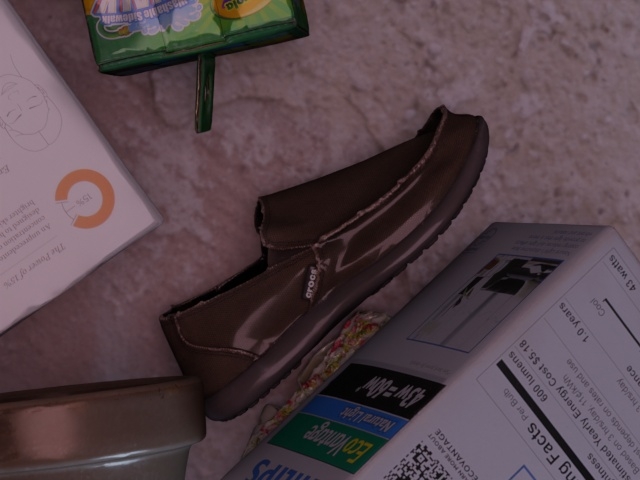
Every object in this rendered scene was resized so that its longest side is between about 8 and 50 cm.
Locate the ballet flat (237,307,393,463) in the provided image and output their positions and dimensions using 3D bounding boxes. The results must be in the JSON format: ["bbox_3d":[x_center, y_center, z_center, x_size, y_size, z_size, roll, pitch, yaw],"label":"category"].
[{"bbox_3d":[-0.006,0.158,1.784,0.241,0.077,0.091,-45,138,-7],"label":"ballet flat"}]

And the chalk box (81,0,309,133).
[{"bbox_3d":[-0.113,-0.239,1.691,0.179,0.180,0.289,-13,94,4],"label":"chalk box"}]

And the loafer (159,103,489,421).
[{"bbox_3d":[0.000,0.000,1.746,0.366,0.134,0.130,-44,97,-4],"label":"loafer"}]

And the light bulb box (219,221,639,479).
[{"bbox_3d":[0.174,0.230,1.675,0.361,0.225,0.358,-42,105,-16],"label":"light bulb box"}]

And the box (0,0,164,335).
[{"bbox_3d":[-0.322,-0.096,1.687,0.215,0.168,0.345,-35,95,-5],"label":"box"}]

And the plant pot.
[{"bbox_3d":[-0.217,0.240,1.654,0.263,0.263,0.229,-6,87,-7],"label":"plant pot"}]
